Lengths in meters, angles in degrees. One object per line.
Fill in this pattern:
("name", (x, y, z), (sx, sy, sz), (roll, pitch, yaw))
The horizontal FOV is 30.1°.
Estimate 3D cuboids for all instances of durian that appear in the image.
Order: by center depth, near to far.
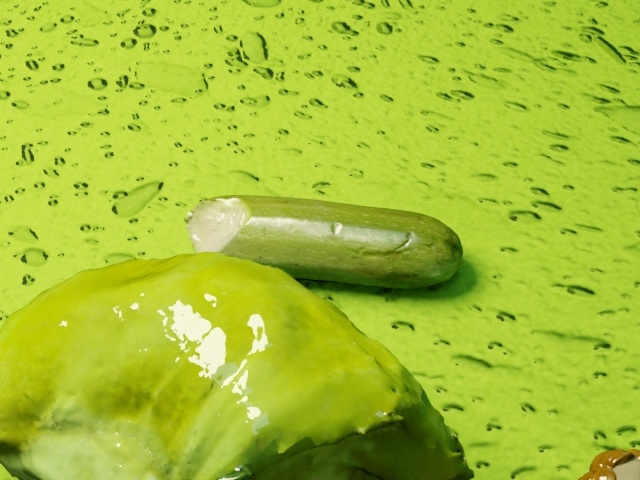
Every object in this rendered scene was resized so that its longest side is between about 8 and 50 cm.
("durian", (-0.093, 0.124, 0.837), (0.256, 0.204, 0.339), (-44, 64, -9))

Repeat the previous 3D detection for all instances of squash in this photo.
("squash", (0.000, 0.000, 0.996), (0.238, 0.069, 0.069), (5, 55, 9))

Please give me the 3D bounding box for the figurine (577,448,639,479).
("figurine", (0.248, 0.193, 0.839), (0.143, 0.068, 0.101), (2, 58, -8))
